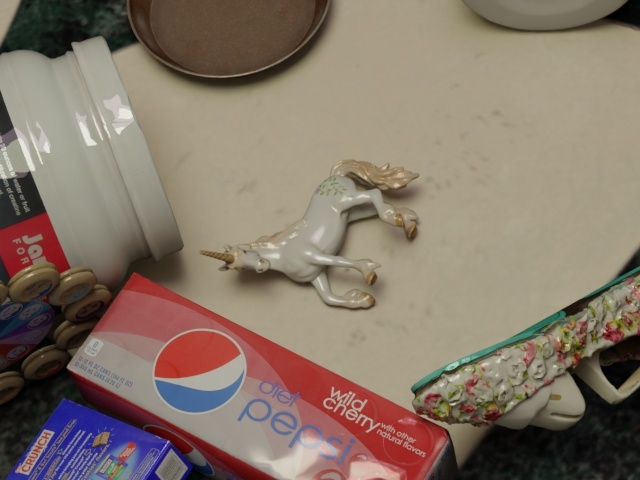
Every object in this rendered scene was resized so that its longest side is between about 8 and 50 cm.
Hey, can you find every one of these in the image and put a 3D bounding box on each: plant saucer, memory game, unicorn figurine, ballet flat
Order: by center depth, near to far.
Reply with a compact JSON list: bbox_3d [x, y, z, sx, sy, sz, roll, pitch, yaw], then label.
[{"bbox_3d":[0.172,0.082,1.199,0.241,0.091,0.077,-24,77,-29],"label":"ballet flat"},{"bbox_3d":[-0.228,0.075,1.221,0.186,0.186,0.012,-28,67,-9],"label":"memory game"},{"bbox_3d":[0.000,0.000,1.317,0.111,0.060,0.162,23,49,19],"label":"unicorn figurine"},{"bbox_3d":[-0.073,-0.195,1.449,0.168,0.029,0.168,-3,60,6],"label":"plant saucer"}]

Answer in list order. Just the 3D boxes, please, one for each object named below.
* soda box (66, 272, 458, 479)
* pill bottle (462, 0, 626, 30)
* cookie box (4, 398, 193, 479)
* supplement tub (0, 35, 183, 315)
[{"bbox_3d":[-0.040,0.126,1.228,0.263,0.083,0.092,25,66,20],"label":"soda box"},{"bbox_3d":[0.179,-0.318,1.418,0.152,0.152,0.272,0,61,7],"label":"pill bottle"},{"bbox_3d":[-0.158,0.168,1.226,0.107,0.040,0.092,17,63,36],"label":"cookie box"},{"bbox_3d":[-0.254,-0.023,1.276,0.272,0.191,0.191,-21,60,-5],"label":"supplement tub"}]
